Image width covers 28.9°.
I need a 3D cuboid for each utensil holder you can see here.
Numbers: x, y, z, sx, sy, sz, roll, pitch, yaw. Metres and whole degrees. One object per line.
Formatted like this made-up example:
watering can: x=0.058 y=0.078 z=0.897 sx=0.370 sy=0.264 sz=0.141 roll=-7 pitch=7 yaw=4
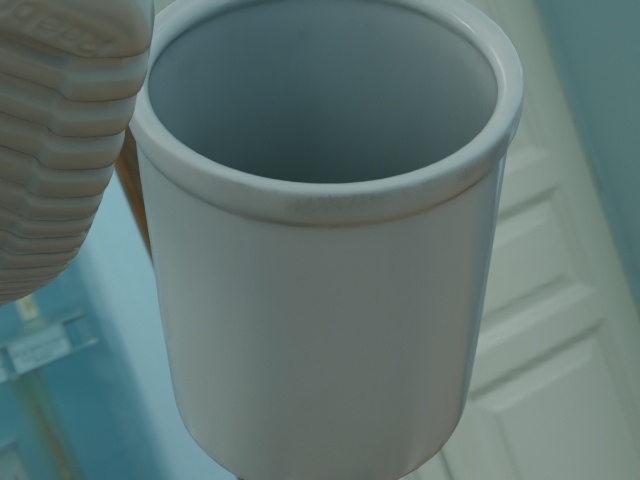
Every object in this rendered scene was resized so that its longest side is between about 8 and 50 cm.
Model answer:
utensil holder: x=0.000 y=0.000 z=1.133 sx=0.327 sy=0.385 sz=0.327 roll=1 pitch=41 yaw=-1

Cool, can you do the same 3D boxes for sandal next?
sandal: x=-0.191 y=-0.055 z=0.653 sx=0.169 sy=0.102 sz=0.416 roll=9 pitch=-28 yaw=-31
